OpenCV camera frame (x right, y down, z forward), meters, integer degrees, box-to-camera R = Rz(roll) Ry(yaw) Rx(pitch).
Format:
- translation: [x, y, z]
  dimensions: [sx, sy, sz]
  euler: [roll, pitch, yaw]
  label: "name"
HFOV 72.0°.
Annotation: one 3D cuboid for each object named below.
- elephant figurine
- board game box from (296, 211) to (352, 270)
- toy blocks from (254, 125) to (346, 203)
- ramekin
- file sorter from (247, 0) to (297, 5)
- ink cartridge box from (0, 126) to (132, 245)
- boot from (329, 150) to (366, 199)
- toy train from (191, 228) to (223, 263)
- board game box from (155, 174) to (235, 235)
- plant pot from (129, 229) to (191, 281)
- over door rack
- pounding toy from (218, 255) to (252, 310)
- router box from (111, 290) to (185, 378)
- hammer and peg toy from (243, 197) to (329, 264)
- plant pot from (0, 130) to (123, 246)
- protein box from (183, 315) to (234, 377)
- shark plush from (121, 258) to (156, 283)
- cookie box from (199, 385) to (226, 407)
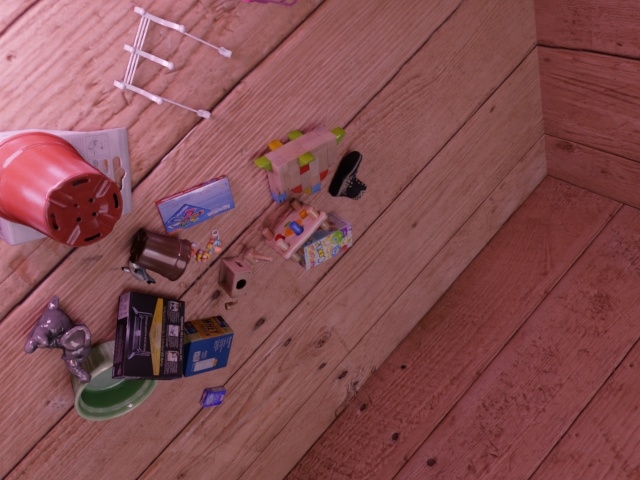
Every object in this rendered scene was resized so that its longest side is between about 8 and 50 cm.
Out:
- translation: [-0.862, 0.348, 1.520]
  dimensions: [0.240, 0.169, 0.186]
  euler: [32, 110, -29]
  label: "elephant figurine"
- translation: [0.000, 0.000, 2.099]
  dimensions: [0.276, 0.144, 0.141]
  euler: [-27, 133, -26]
  label: "board game box"
- translation: [-0.071, -0.293, 1.835]
  dimensions: [0.382, 0.191, 0.260]
  euler: [-32, 146, -21]
  label: "toy blocks"
- translation: [-0.806, 0.533, 1.714]
  dimensions: [0.304, 0.148, 0.303]
  euler: [-26, 137, -28]
  label: "ramekin"
- translation: [-0.199, -0.797, 1.263]
  dimensions: [0.182, 0.291, 0.201]
  euler: [-13, 125, -39]
  label: "file sorter"
- translation: [-0.777, -0.185, 1.340]
  dimensions: [0.385, 0.091, 0.307]
  euler: [-28, 135, -49]
  label: "ink cartridge box"
- translation: [0.159, -0.300, 2.084]
  dimensions: [0.179, 0.085, 0.236]
  euler: [10, 116, -48]
  label: "boot"
- translation: [-0.465, 0.033, 1.772]
  dimensions: [0.166, 0.046, 0.125]
  euler: [-32, 135, -22]
  label: "toy train"
- translation: [-0.466, -0.134, 1.671]
  dimensions: [0.282, 0.027, 0.144]
  euler: [-27, 131, -26]
  label: "board game box"
- translation: [-0.584, 0.048, 1.598]
  dimensions: [0.165, 0.167, 0.166]
  euler: [25, 99, -41]
  label: "plant pot"
- translation: [-0.436, -0.532, 1.365]
  dimensions: [0.325, 0.108, 0.239]
  euler: [9, 112, -45]
  label: "over door rack"
- translation: [-0.354, 0.202, 1.887]
  dimensions: [0.094, 0.181, 0.205]
  euler: [-8, 122, -39]
  label: "pounding toy"
- translation: [-0.642, 0.366, 1.671]
  dimensions: [0.081, 0.308, 0.243]
  euler: [-21, 152, 33]
  label: "router box"
- translation: [-0.142, -0.005, 1.879]
  dimensions: [0.361, 0.266, 0.127]
  euler: [-48, 120, -7]
  label: "hammer and peg toy"
- translation: [-0.689, -0.121, 1.167]
  dimensions: [0.272, 0.265, 0.272]
  euler: [-38, 142, -38]
  label: "plant pot"
- translation: [-0.518, 0.466, 1.953]
  dimensions: [0.201, 0.136, 0.199]
  euler: [-4, 119, -40]
  label: "protein box"
- translation: [-0.660, 0.118, 1.651]
  dimensions: [0.161, 0.073, 0.067]
  euler: [53, 47, -42]
  label: "shark plush"
- translation: [-0.542, 0.789, 2.225]
  dimensions: [0.107, 0.040, 0.091]
  euler: [9, 110, -45]
  label: "cookie box"
